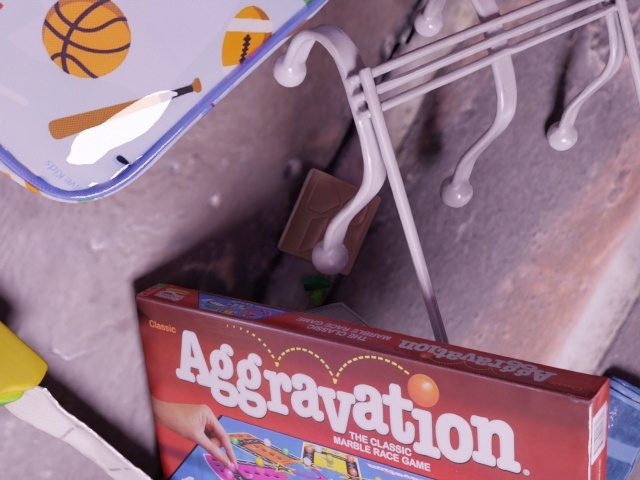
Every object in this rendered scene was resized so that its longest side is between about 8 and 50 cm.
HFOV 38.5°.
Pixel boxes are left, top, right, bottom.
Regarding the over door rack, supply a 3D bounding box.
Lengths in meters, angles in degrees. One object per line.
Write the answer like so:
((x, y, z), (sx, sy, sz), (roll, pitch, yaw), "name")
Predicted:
((0.127, 0.002, 0.557), (0.239, 0.108, 0.324), (-27, 95, -31), "over door rack")

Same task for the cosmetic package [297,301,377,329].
((0.020, 0.171, 0.614), (0.060, 0.099, 0.239), (-11, 111, -20), "cosmetic package")

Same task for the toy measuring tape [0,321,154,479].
((-0.196, 0.104, 0.484), (0.121, 0.121, 0.330), (-43, 118, -6), "toy measuring tape")

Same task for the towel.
((0.231, 0.172, 0.746), (0.067, 0.029, 0.119), (27, 95, -27), "towel")

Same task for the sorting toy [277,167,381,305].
((0.000, 0.000, 0.599), (0.062, 0.012, 0.083), (21, 93, -33), "sorting toy")

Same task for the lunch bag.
((-0.148, -0.179, 0.423), (0.243, 0.115, 0.303), (-42, 117, -1), "lunch bag")

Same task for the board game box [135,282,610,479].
((0.015, 0.114, 0.508), (0.027, 0.281, 0.145), (-28, 120, -50), "board game box")
